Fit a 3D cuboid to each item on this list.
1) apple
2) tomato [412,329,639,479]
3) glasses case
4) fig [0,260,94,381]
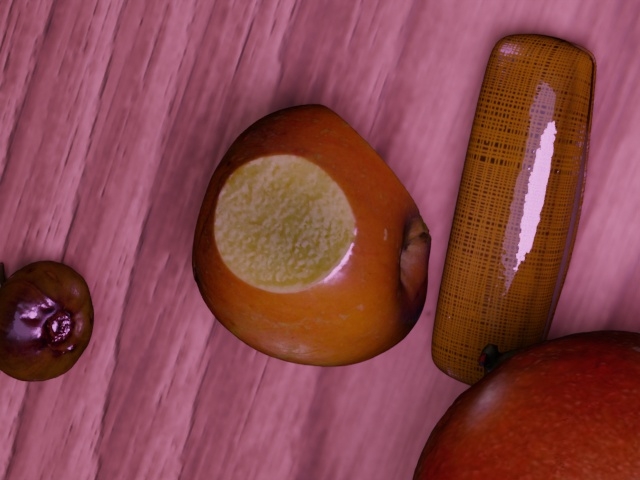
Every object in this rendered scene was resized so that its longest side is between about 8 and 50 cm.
[{"bbox_3d":[0.002,0.002,1.262,0.147,0.146,0.163,23,88,20],"label":"apple"},{"bbox_3d":[0.171,0.207,1.139,0.239,0.303,0.303,16,100,20],"label":"tomato"},{"bbox_3d":[0.127,-0.017,1.259,0.079,0.064,0.234,15,100,26],"label":"glasses case"},{"bbox_3d":[-0.208,0.057,1.390,0.098,0.082,0.084,9,117,58],"label":"fig"}]
